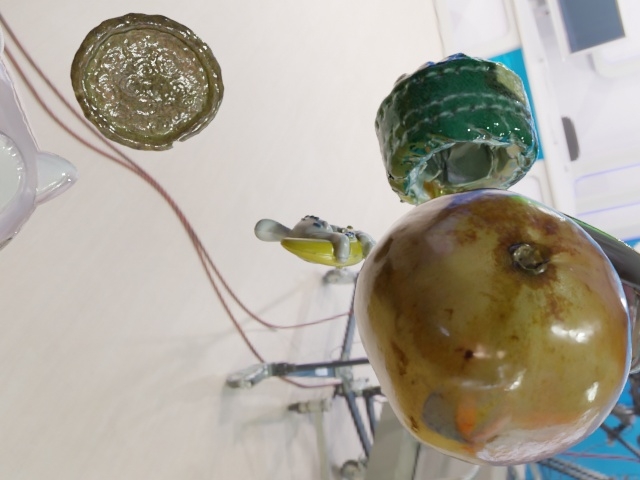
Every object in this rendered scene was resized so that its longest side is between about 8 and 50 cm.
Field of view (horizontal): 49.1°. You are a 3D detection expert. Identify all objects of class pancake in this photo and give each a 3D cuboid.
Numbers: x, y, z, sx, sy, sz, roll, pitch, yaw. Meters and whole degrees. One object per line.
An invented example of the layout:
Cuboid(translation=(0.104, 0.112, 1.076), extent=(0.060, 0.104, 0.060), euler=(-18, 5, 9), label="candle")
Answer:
Cuboid(translation=(-0.226, -0.204, 0.925), extent=(0.199, 0.199, 0.021), euler=(57, 4, -34), label="pancake")

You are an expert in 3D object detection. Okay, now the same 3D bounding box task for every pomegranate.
Cuboid(translation=(0.153, 0.092, 0.666), extent=(0.252, 0.229, 0.270), euler=(55, -23, 34), label="pomegranate")

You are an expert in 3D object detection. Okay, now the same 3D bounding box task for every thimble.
Cuboid(translation=(0.221, -0.170, 1.183), extent=(0.288, 0.254, 0.167), euler=(118, -32, -59), label="thimble")

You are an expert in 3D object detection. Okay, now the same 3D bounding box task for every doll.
Cuboid(translation=(0.000, 0.000, 1.606), extent=(0.237, 0.252, 0.111), euler=(-4, 108, -30), label="doll")

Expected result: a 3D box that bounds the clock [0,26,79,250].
Cuboid(translation=(-0.496, -0.128, 0.803), extent=(0.377, 0.368, 0.250), euler=(48, -3, -8), label="clock")

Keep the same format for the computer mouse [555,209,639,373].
Cuboid(translation=(0.275, 0.044, 0.866), extent=(0.072, 0.310, 0.158), euler=(-18, 123, -36), label="computer mouse")
